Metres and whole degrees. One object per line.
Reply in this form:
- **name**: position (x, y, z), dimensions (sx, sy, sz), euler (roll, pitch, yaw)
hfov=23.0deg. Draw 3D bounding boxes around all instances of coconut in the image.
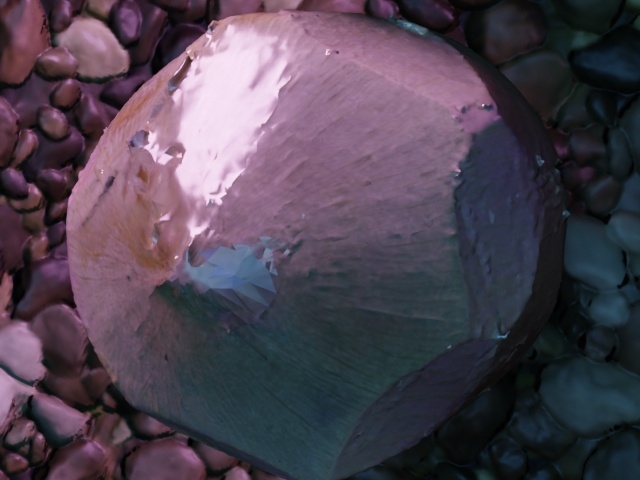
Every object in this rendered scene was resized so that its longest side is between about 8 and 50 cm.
- **coconut**: position (-0.001, -0.002, 0.736), dimensions (0.227, 0.230, 0.227), euler (1, 93, 19)
